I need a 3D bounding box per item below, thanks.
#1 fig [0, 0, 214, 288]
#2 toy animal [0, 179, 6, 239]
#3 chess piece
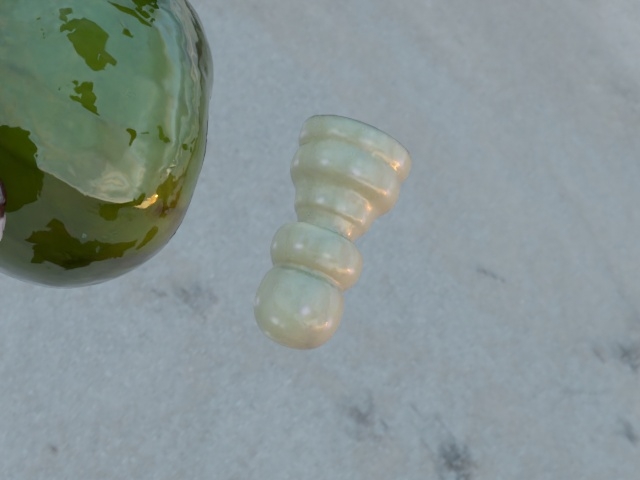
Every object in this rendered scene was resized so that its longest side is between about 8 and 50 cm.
[{"bbox_3d":[-0.176,-0.082,0.691,0.225,0.203,0.203,27,40,-20],"label":"fig"},{"bbox_3d":[-0.202,0.003,0.562,0.098,0.098,0.137,28,62,-18],"label":"toy animal"},{"bbox_3d":[0.000,0.000,1.573,0.167,0.167,0.299,26,74,-19],"label":"chess piece"}]
